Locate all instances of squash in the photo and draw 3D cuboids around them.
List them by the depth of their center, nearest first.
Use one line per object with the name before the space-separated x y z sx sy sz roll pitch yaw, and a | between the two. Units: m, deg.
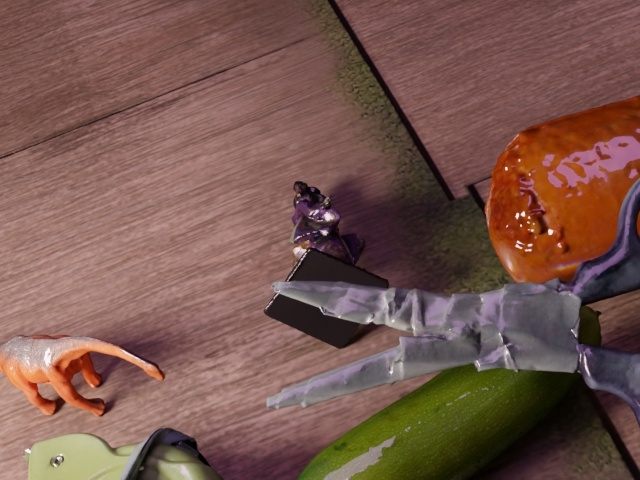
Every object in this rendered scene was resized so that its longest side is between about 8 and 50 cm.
squash | 0.103 0.144 1.269 0.292 0.082 0.082 -32 43 -17

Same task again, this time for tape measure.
tape measure | -0.147 0.231 1.249 0.175 0.106 0.200 -16 43 9

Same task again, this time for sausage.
sausage | 0.269 -0.043 1.353 0.268 0.153 0.141 -16 69 4

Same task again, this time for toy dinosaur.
toy dinosaur | -0.223 0.111 1.414 0.280 0.101 0.055 0 54 36

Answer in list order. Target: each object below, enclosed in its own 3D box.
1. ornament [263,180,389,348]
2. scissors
ornament | 0.007 0.005 1.468 0.088 0.081 0.203 -54 15 22
scissors | 0.147 0.072 1.235 0.384 0.029 0.256 -5 75 -1
